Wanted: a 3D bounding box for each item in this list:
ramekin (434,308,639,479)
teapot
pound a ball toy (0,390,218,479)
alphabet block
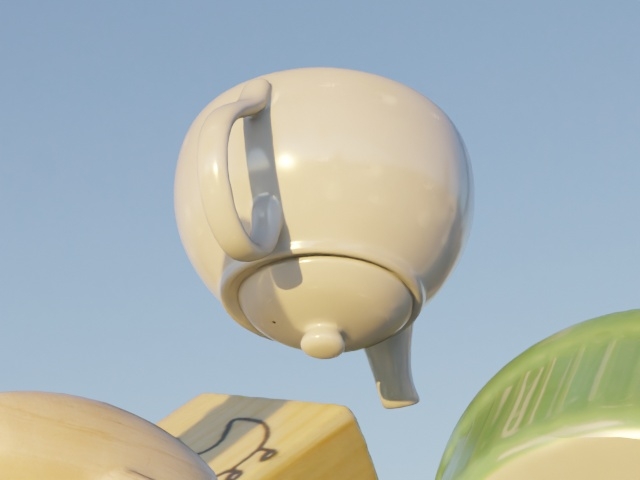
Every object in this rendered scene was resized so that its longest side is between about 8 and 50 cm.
[{"bbox_3d":[0.188,0.200,0.870,0.303,0.303,0.148,-11,8,21],"label":"ramekin"},{"bbox_3d":[0.000,0.000,1.223,0.256,0.187,0.252,13,-34,-15],"label":"teapot"},{"bbox_3d":[-0.061,0.136,0.294,0.136,0.208,0.319,22,-7,-23],"label":"pound a ball toy"},{"bbox_3d":[-0.071,0.245,1.195,0.192,0.193,0.197,0,25,47],"label":"alphabet block"}]
